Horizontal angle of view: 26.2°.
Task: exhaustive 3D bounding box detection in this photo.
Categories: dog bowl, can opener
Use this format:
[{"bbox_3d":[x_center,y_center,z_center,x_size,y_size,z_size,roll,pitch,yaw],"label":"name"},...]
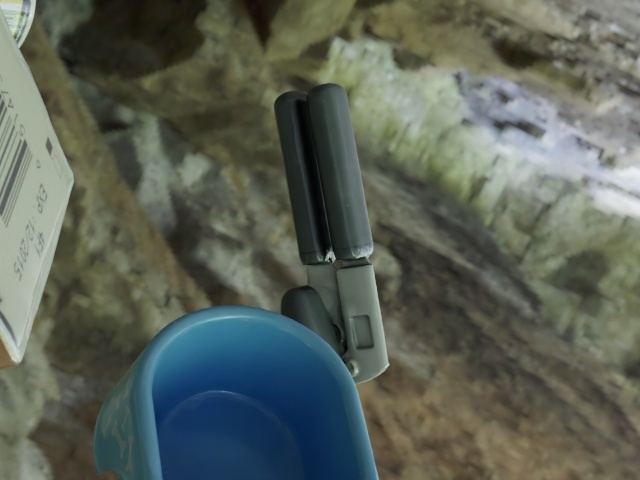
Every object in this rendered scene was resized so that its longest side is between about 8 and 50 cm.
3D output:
[{"bbox_3d":[-0.038,0.164,0.794,0.166,0.074,0.297,2,-130,-19],"label":"dog bowl"},{"bbox_3d":[0.000,0.000,1.265,0.076,0.283,0.095,-8,-177,33],"label":"can opener"}]

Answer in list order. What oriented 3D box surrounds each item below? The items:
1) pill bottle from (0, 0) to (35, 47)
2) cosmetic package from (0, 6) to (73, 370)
[{"bbox_3d":[-0.267,-0.154,0.833,0.103,0.103,0.184,29,-163,23],"label":"pill bottle"},{"bbox_3d":[-0.259,-0.017,0.495,0.129,0.296,0.153,-89,-17,-55],"label":"cosmetic package"}]
